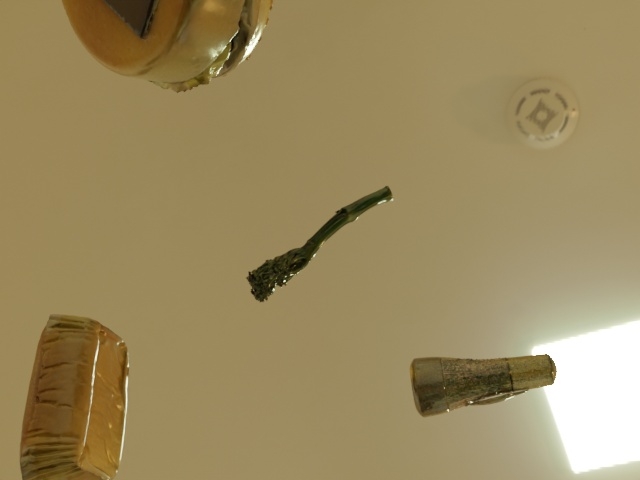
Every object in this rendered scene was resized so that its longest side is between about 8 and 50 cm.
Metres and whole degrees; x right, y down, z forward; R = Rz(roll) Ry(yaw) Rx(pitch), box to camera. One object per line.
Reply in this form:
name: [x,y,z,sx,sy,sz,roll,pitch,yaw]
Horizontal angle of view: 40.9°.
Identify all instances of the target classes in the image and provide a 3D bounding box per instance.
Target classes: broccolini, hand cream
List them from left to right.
broccolini: [0.000,0.000,1.178,0.239,0.051,0.054,-37,-56,-4]
hand cream: [0.229,0.194,1.202,0.203,0.084,0.084,-9,-79,7]

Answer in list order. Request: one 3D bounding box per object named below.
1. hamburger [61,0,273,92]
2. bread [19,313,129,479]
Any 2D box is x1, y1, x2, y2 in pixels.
hamburger: [-0.175,-0.324,0.993,0.300,0.176,0.300,16,-66,41]
bread: [-0.403,0.266,1.417,0.119,0.152,0.288,-11,-123,15]
